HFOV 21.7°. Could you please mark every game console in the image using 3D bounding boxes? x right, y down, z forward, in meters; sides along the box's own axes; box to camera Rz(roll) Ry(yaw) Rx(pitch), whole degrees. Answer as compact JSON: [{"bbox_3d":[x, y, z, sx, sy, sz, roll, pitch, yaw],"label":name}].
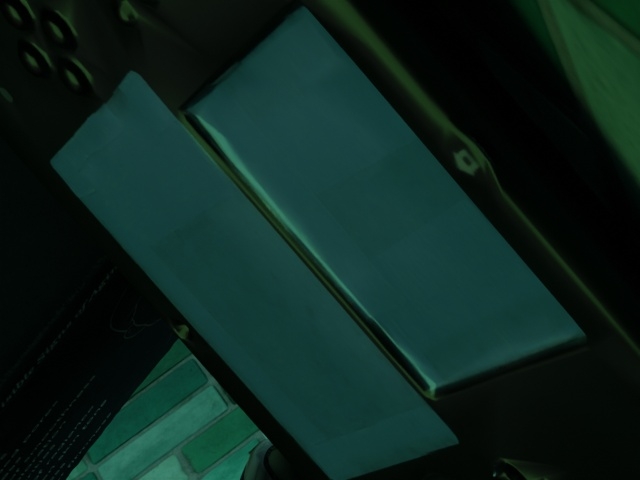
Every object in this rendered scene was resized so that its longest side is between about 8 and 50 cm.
[{"bbox_3d":[0.000,0.000,0.764,0.386,0.060,0.342,49,156,-6],"label":"game console"}]

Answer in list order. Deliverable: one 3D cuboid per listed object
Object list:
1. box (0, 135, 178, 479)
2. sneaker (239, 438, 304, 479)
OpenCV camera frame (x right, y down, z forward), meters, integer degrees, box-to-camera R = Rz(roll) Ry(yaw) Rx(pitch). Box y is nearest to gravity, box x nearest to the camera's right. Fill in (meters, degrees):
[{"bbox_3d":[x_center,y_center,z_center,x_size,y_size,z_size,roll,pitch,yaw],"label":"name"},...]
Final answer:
[{"bbox_3d":[-0.255,-0.016,1.295,0.297,0.480,0.472,38,174,5],"label":"box"},{"bbox_3d":[0.024,0.219,1.409,0.282,0.099,0.153,-30,-66,-56],"label":"sneaker"}]
